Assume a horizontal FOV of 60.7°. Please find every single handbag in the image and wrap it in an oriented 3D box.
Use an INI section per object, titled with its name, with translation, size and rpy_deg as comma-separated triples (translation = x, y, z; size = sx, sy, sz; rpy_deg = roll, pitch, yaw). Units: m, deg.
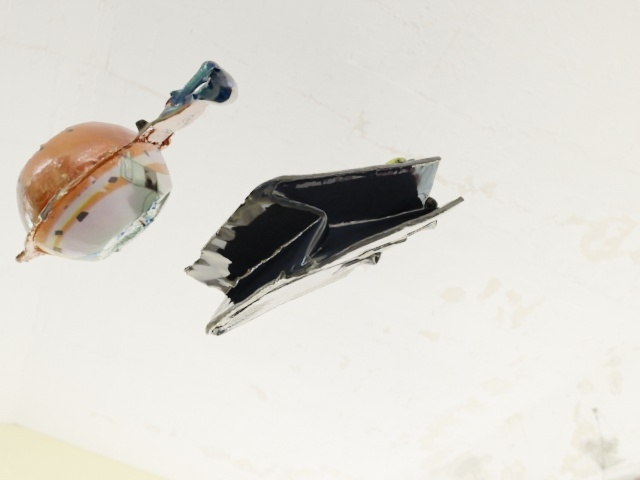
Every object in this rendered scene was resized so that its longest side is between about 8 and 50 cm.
[handbag]
translation = 0.000, 0.000, 0.770
size = 0.329, 0.121, 0.303
rpy_deg = -18, -12, -38

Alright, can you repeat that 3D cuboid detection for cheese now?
[cheese]
translation = -0.231, -0.089, 0.648
size = 0.329, 0.217, 0.129
rpy_deg = -42, -84, 3
